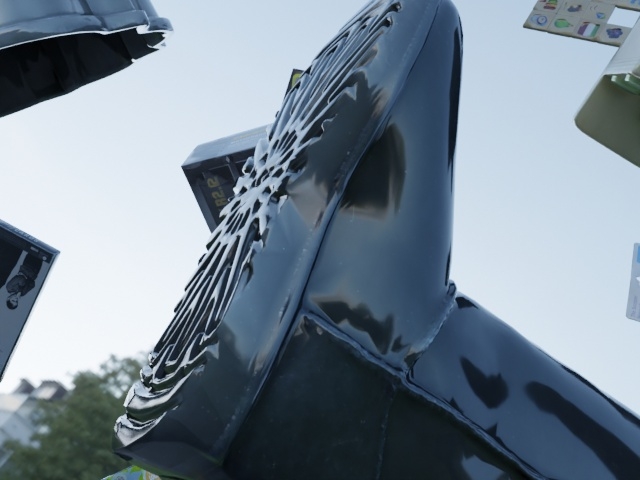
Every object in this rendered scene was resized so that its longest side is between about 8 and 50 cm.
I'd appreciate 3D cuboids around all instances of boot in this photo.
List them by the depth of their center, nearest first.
[{"bbox_3d":[0.138,0.079,0.504,0.445,0.367,0.146,34,-22,-19],"label":"boot"}]

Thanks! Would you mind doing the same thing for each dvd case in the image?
[{"bbox_3d":[-0.517,0.079,1.070,0.179,0.029,0.238,28,-78,-1],"label":"dvd case"}]

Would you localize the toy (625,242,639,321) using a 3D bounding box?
[{"bbox_3d":[0.470,0.054,0.783,0.237,0.137,0.056,15,-47,16],"label":"toy"}]

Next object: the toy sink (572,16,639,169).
[{"bbox_3d":[0.393,-0.177,0.725,0.153,0.131,0.234,32,-75,1],"label":"toy sink"}]

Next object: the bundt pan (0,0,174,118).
[{"bbox_3d":[-0.266,-0.132,0.432,0.331,0.331,0.124,-9,-75,43],"label":"bundt pan"}]

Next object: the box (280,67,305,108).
[{"bbox_3d":[-0.031,-0.117,0.983,0.036,0.207,0.114,17,1,23],"label":"box"}]

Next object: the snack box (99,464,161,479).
[{"bbox_3d":[-0.171,0.377,0.866,0.070,0.207,0.174,-27,-22,13],"label":"snack box"}]

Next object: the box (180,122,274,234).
[{"bbox_3d":[0.000,0.000,0.673,0.183,0.056,0.231,-13,-65,18],"label":"box"}]

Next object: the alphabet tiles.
[{"bbox_3d":[0.462,-0.399,1.130,0.198,0.237,0.009,22,-23,29],"label":"alphabet tiles"}]
